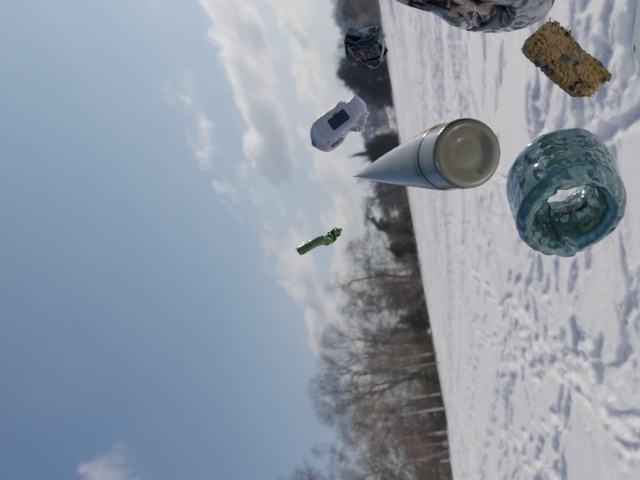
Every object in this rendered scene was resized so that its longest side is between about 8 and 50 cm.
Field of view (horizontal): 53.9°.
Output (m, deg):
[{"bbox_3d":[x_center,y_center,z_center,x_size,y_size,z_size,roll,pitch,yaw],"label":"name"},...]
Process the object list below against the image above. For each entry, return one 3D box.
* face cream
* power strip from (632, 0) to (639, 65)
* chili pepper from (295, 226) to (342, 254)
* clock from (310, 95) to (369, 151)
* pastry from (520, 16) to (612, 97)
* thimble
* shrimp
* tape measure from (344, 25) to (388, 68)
[{"bbox_3d":[0.144,-0.110,0.884,0.341,0.137,0.084,-158,56,-81],"label":"face cream"},{"bbox_3d":[0.566,-0.350,0.999,0.261,0.141,0.230,-86,-12,-50],"label":"power strip"},{"bbox_3d":[0.000,0.000,0.964,0.022,0.083,0.027,59,165,23],"label":"chili pepper"},{"bbox_3d":[0.052,-0.301,1.679,0.080,0.176,0.117,55,-173,13],"label":"clock"},{"bbox_3d":[0.389,-0.283,1.000,0.140,0.080,0.056,47,175,1],"label":"pastry"},{"bbox_3d":[0.455,-0.080,1.176,0.235,0.198,0.143,86,-175,-46],"label":"thimble"},{"bbox_3d":[0.098,-0.299,0.636,0.117,0.342,0.145,-68,24,12],"label":"shrimp"},{"bbox_3d":[0.091,-0.399,1.309,0.094,0.091,0.054,55,-139,-61],"label":"tape measure"}]
